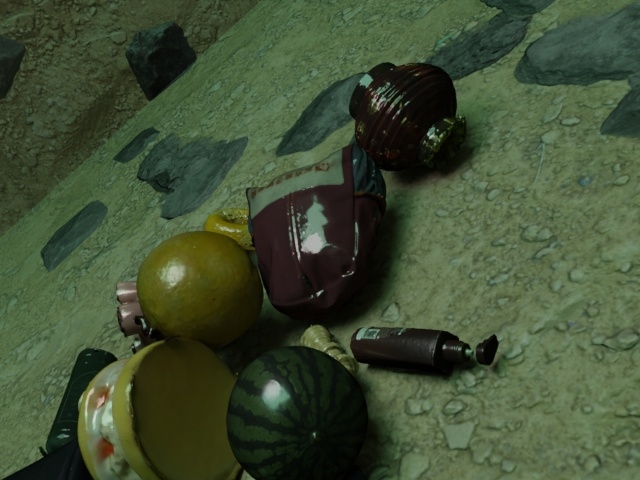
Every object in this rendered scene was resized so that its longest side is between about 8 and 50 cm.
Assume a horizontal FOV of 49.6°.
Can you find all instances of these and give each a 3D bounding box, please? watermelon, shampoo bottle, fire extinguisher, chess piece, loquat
[{"bbox_3d":[-0.033,0.255,0.997,0.212,0.212,0.212,-26,34,20],"label":"watermelon"},{"bbox_3d":[0.155,0.166,1.058,0.236,0.067,0.068,-3,56,44],"label":"shampoo bottle"},{"bbox_3d":[-0.504,0.363,1.438,0.095,0.114,0.311,-30,34,22],"label":"fire extinguisher"},{"bbox_3d":[0.018,0.190,1.140,0.060,0.060,0.172,-43,21,-7],"label":"chess piece"},{"bbox_3d":[-0.226,0.099,1.263,0.244,0.244,0.243,-26,34,20],"label":"loquat"}]

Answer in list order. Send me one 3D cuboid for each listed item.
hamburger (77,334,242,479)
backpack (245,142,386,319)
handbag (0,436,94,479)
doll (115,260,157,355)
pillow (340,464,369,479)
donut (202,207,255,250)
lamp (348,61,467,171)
[{"bbox_3d":[-0.260,0.294,1.154,0.186,0.261,0.302,-23,17,31],"label":"hamburger"},{"bbox_3d":[0.000,0.000,1.306,0.283,0.197,0.317,-25,51,24],"label":"backpack"},{"bbox_3d":[-0.499,0.511,1.180,0.302,0.178,0.275,-29,33,16],"label":"handbag"},{"bbox_3d":[-0.292,0.125,1.485,0.269,0.216,0.284,-14,50,-5],"label":"doll"},{"bbox_3d":[0.009,0.407,0.908,0.208,0.055,0.141,-44,35,-9],"label":"pillow"},{"bbox_3d":[-0.175,-0.027,1.538,0.179,0.065,0.162,4,18,-5],"label":"donut"},{"bbox_3d":[0.179,-0.245,1.407,0.247,0.247,0.247,-26,34,20],"label":"lamp"}]
